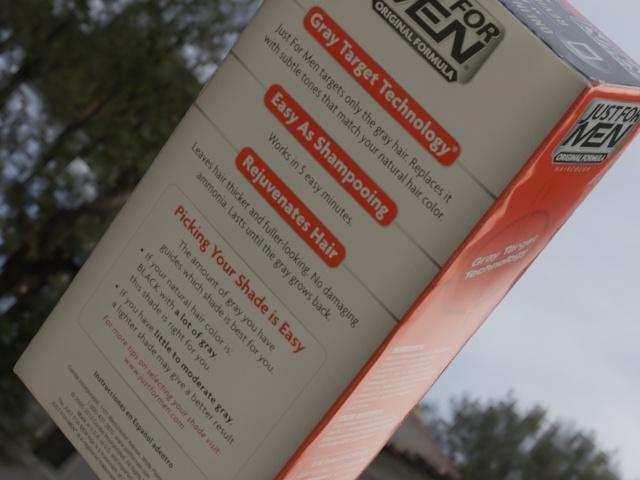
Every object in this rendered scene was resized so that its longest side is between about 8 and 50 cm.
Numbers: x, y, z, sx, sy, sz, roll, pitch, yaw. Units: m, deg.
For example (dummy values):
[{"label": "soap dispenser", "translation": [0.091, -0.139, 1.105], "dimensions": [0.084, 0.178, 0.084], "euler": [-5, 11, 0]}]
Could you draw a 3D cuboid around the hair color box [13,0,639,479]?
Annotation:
[{"label": "hair color box", "translation": [0.000, 0.000, 0.364], "dimensions": [0.072, 0.141, 0.043], "euler": [48, 25, 23]}]
